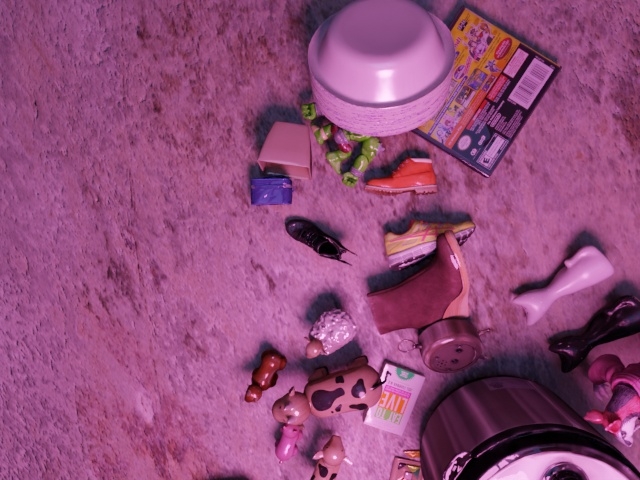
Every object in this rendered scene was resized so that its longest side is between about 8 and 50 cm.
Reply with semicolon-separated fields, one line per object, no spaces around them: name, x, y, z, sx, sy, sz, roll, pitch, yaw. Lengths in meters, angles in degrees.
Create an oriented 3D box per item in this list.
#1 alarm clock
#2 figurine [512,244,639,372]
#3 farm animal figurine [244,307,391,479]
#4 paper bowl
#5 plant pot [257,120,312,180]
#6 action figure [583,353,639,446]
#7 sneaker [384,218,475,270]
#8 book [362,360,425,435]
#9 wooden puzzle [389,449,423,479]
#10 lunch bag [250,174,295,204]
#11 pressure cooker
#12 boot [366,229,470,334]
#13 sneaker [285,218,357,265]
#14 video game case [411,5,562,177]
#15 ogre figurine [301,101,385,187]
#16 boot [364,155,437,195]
alarm clock;0.257;0.228;1.062;0.192;0.064;0.129;3;130;-4
figurine;0.548;0.148;1.066;0.209;0.092;0.215;-38;90;9
farm animal figurine;-0.001;0.355;1.041;0.327;0.172;0.330;-35;85;8
paper bowl;0.117;-0.357;0.971;0.285;0.148;0.284;-3;63;5
plant pot;-0.067;-0.194;1.070;0.109;0.109;0.096;8;83;3
action figure;0.635;0.257;0.889;0.370;0.248;0.275;-14;125;-24
sneaker;0.232;-0.012;1.076;0.209;0.081;0.094;-18;66;-8
book;0.164;0.355;1.125;0.096;0.035;0.144;20;93;-2
wooden puzzle;0.198;0.533;1.140;0.079;0.014;0.116;5;94;3
lunch bag;-0.103;-0.110;1.091;0.099;0.067;0.065;-2;93;3
pressure cooker;0.382;0.479;0.925;0.370;0.420;0.375;-40;91;4
boot;0.198;0.100;1.037;0.207;0.090;0.248;-11;126;7
sneaker;-0.001;0.002;1.082;0.170;0.089;0.051;28;94;1
video game case;0.331;-0.315;1.073;0.248;0.035;0.274;32;95;1
ogre figurine;0.056;-0.222;1.064;0.118;0.097;0.197;-28;80;16
boot;0.172;-0.139;1.084;0.158;0.059;0.084;-4;90;-5
